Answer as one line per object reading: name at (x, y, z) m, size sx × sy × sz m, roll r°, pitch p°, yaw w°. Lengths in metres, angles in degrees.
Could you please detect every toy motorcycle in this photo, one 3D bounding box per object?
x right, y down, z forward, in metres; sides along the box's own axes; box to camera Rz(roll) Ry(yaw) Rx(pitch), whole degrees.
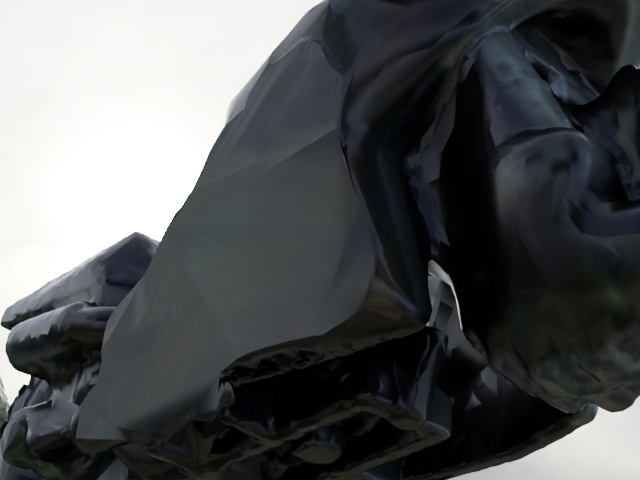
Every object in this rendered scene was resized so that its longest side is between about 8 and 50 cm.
toy motorcycle at (0.000, 0.000, 0.439) m, size 0.270 × 0.159 × 0.106 m, roll -25°, pitch -41°, yaw 38°

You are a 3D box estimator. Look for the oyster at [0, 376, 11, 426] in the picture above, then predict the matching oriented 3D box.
oyster at (-0.128, 0.114, 0.576) m, size 0.125 × 0.177 × 0.064 m, roll -19°, pitch -2°, yaw 27°
